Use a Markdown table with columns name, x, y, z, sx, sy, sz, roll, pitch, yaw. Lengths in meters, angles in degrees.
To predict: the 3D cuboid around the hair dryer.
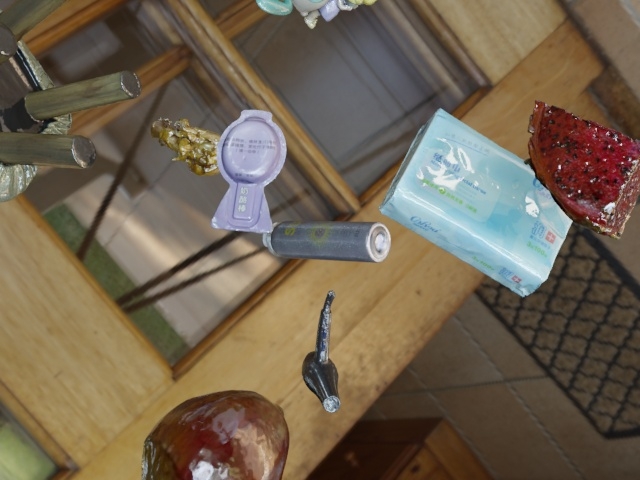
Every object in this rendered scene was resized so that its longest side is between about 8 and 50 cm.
| name | x | y | z | sx | sy | sz | roll | pitch | yaw |
| --- | --- | --- | --- | --- | --- | --- | --- | --- | --- |
| hair dryer | 0.011 | 0.205 | 1.630 | 0.195 | 0.075 | 0.219 | -124 | 37 | -71 |

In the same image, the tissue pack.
| name | x | y | z | sx | sy | sz | roll | pitch | yaw |
| --- | --- | --- | --- | --- | --- | --- | --- | --- | --- |
| tissue pack | 0.242 | -0.058 | 1.248 | 0.263 | 0.177 | 0.089 | 31 | 159 | -5 |

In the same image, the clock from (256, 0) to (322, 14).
| name | x | y | z | sx | sy | sz | roll | pitch | yaw |
| --- | --- | --- | --- | --- | --- | --- | --- | --- | --- |
| clock | -0.063 | -0.331 | 0.892 | 0.060 | 0.148 | 0.188 | -31 | 95 | 48 |

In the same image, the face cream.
| name | x | y | z | sx | sy | sz | roll | pitch | yaw |
| --- | --- | --- | --- | --- | --- | --- | --- | --- | --- |
| face cream | 0.000 | 0.000 | 1.552 | 0.283 | 0.073 | 0.073 | 2 | 128 | 42 |

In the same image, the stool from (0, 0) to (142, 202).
| name | x | y | z | sx | sy | sz | roll | pitch | yaw |
| --- | --- | --- | --- | --- | --- | --- | --- | --- | --- |
| stool | -0.510 | -0.269 | 1.441 | 0.226 | 0.310 | 0.310 | -13 | 126 | 27 |

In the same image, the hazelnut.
| name | x | y | z | sx | sy | sz | roll | pitch | yaw |
| --- | --- | --- | --- | --- | --- | --- | --- | --- | --- |
| hazelnut | -0.254 | 0.552 | 2.083 | 0.352 | 0.421 | 0.421 | 27 | 146 | 21 |

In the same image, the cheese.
| name | x | y | z | sx | sy | sz | roll | pitch | yaw |
| --- | --- | --- | --- | --- | --- | --- | --- | --- | --- |
| cheese | -0.107 | -0.105 | 1.238 | 0.105 | 0.191 | 0.042 | 6 | 166 | 7 |

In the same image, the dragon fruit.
| name | x | y | z | sx | sy | sz | roll | pitch | yaw |
| --- | --- | --- | --- | --- | --- | --- | --- | --- | --- |
| dragon fruit | 0.308 | -0.081 | 1.006 | 0.161 | 0.127 | 0.120 | 34 | 174 | 25 |

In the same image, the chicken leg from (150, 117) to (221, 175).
| name | x | y | z | sx | sy | sz | roll | pitch | yaw |
| --- | --- | --- | --- | --- | --- | --- | --- | --- | --- |
| chicken leg | -0.250 | -0.178 | 1.533 | 0.207 | 0.101 | 0.085 | 26 | 105 | 36 |

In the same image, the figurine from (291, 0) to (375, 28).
| name | x | y | z | sx | sy | sz | roll | pitch | yaw |
| --- | --- | --- | --- | --- | --- | --- | --- | --- | --- |
| figurine | 0.056 | -0.452 | 1.332 | 0.235 | 0.127 | 0.155 | -20 | 109 | 17 |
